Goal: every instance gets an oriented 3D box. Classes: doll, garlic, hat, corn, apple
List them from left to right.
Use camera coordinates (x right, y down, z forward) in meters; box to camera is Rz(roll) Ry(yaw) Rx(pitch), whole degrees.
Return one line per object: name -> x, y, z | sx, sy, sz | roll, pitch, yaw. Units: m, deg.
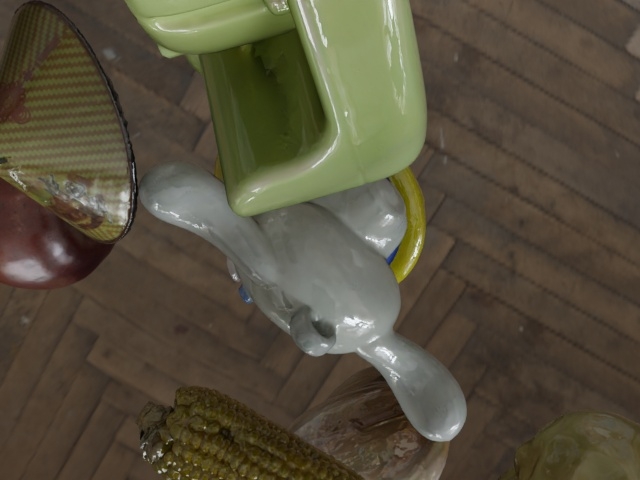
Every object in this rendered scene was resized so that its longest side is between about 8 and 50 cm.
hat -> -0.218, -0.074, 0.905 | 0.193, 0.082, 0.193 | 37, 140, 39
apple -> -0.364, -0.042, 1.549 | 0.234, 0.234, 0.234 | 3, 110, 7
corn -> -0.048, 0.212, 1.104 | 0.261, 0.097, 0.097 | 26, 112, 4
garlic -> 0.035, 0.251, 1.438 | 0.228, 0.217, 0.110 | -37, 126, -1
doll -> 0.028, 0.010, 0.983 | 0.159, 0.242, 0.311 | -42, 95, 7

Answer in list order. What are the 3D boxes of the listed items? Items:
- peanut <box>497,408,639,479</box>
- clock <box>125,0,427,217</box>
peanut -> 0.112, 0.227, 0.670 | 0.152, 0.152, 0.313 | 24, 112, -1
clock -> -0.054, -0.209, 0.543 | 0.117, 0.286, 0.348 | -17, 140, 4
